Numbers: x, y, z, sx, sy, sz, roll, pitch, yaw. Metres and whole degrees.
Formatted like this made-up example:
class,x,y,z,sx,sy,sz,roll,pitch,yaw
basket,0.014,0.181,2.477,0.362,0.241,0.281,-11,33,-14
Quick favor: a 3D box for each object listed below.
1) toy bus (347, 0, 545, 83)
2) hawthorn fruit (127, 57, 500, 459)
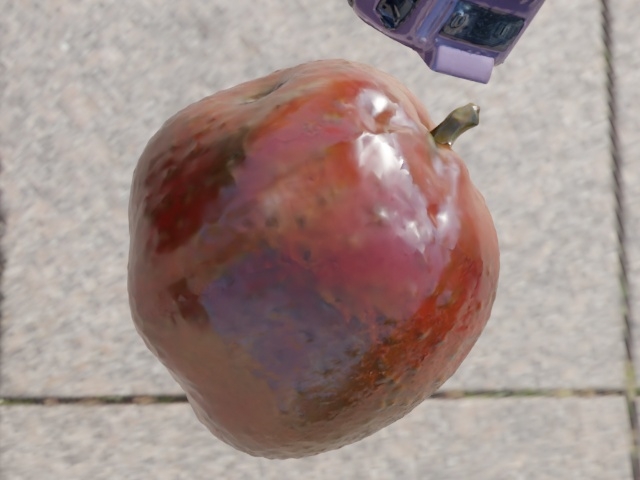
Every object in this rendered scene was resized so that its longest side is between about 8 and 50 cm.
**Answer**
class,x,y,z,sx,sy,sz,roll,pitch,yaw
toy bus,0.104,-0.195,1.065,0.096,0.199,0.108,9,35,-38
hawthorn fruit,0.000,0.000,1.298,0.299,0.275,0.275,-38,98,11
